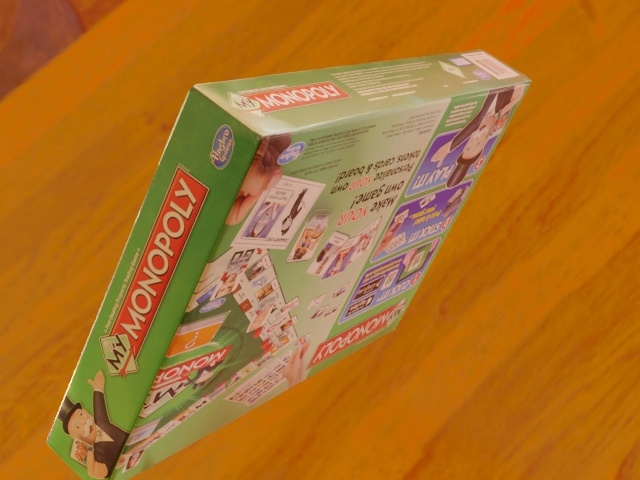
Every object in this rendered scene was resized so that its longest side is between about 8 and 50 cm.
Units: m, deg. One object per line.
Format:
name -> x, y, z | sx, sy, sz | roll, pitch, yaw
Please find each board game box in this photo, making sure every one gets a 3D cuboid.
board game box -> 0.000, 0.000, 0.620 | 0.046, 0.317, 0.213 | 37, 117, 19
